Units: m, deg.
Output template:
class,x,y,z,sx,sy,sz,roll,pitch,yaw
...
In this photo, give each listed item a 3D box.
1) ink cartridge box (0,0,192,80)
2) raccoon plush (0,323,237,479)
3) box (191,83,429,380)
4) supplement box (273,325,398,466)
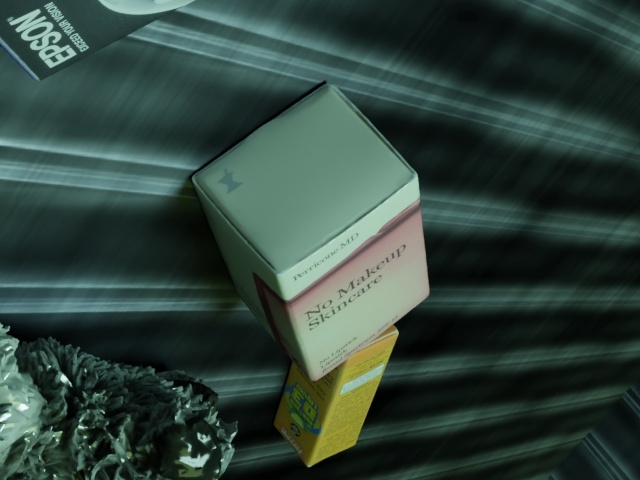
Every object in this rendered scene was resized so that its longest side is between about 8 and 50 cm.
class,x,y,z,sx,sy,sz,roll,pitch,yaw
ink cartridge box,-0.150,-0.154,0.693,0.208,0.045,0.206,-27,167,0
raccoon plush,-0.254,0.147,1.048,0.216,0.299,0.446,-56,-173,-5
box,0.000,0.000,1.145,0.149,0.127,0.232,-36,154,-11
supplement box,0.014,0.160,1.469,0.080,0.078,0.233,-26,149,-30
